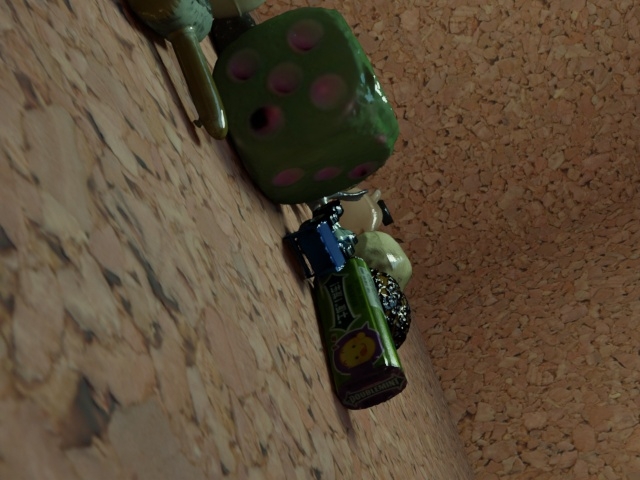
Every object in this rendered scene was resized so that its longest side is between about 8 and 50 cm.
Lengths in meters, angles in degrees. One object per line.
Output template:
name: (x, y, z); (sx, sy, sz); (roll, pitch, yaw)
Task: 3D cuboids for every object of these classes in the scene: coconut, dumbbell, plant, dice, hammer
coconut: (0.144, 0.092, 1.883); (0.224, 0.224, 0.224); (62, 8, -16)
dumbbell: (0.171, -0.071, 2.623); (0.100, 0.191, 0.100); (61, 8, -14)
plant: (-0.196, -0.498, 1.796); (0.194, 0.132, 0.129); (61, 10, 12)
dice: (-0.026, -0.286, 1.521); (0.322, 0.330, 0.318); (45, 22, -71)
hammer: (-0.221, -0.313, 1.185); (0.202, 0.113, 0.305); (-9, 79, -79)

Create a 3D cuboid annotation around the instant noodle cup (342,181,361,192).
instant noodle cup: (-0.006, -0.327, 1.934); (0.340, 0.340, 0.266); (58, 0, -40)

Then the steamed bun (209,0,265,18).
steamed bun: (-0.225, -0.622, 1.365); (0.374, 0.334, 0.334); (62, 6, 24)

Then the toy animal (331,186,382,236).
toy animal: (0.133, -0.084, 2.438); (0.256, 0.195, 0.212); (43, 30, -76)

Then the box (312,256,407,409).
box: (0.072, 0.178, 1.415); (0.097, 0.134, 0.345); (59, 9, -34)

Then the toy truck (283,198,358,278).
toy truck: (0.000, 0.000, 1.516); (0.113, 0.126, 0.208); (64, 15, -12)

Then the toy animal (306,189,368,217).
toy animal: (-0.007, -0.112, 1.800); (0.367, 0.081, 0.205); (25, 55, -36)

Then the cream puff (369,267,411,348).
cream puff: (0.126, 0.169, 1.673); (0.239, 0.165, 0.239); (62, 11, -21)

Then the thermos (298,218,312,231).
thermos: (0.004, 0.004, 1.721); (0.083, 0.073, 0.188); (53, 4, 16)
